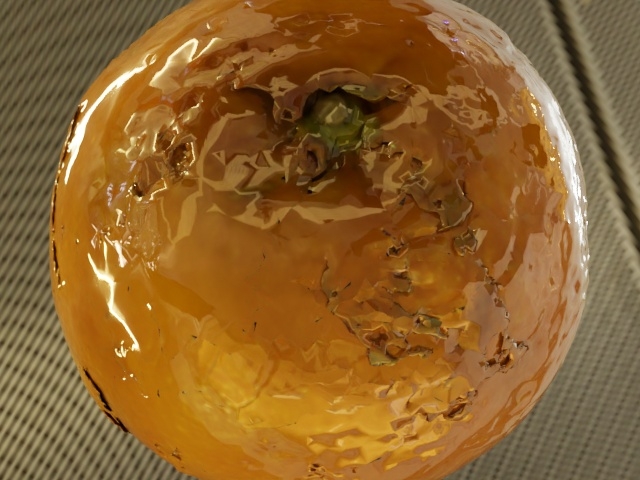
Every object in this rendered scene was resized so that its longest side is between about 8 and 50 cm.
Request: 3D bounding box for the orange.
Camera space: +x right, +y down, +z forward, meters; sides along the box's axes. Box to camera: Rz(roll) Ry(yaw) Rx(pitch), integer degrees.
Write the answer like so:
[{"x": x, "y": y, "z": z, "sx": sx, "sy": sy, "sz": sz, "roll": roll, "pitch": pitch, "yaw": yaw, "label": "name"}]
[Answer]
[{"x": 0.000, "y": 0.000, "z": 0.863, "sx": 0.246, "sy": 0.246, "sz": 0.246, "roll": 5, "pitch": -110, "yaw": -15, "label": "orange"}]
